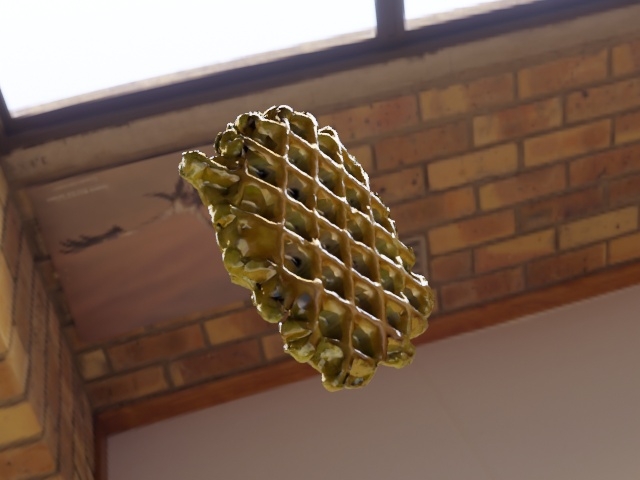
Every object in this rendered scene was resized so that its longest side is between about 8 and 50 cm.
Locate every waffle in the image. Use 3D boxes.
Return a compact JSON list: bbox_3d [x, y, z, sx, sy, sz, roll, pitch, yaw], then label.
[{"bbox_3d":[0.001,-0.001,0.717,0.052,0.254,0.245,-32,175,31],"label":"waffle"}]
